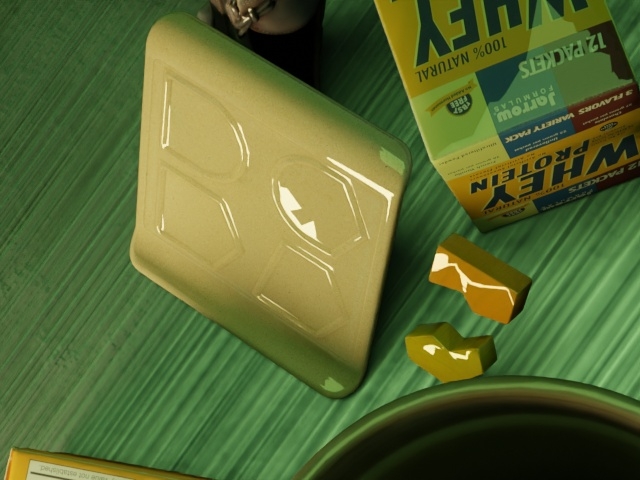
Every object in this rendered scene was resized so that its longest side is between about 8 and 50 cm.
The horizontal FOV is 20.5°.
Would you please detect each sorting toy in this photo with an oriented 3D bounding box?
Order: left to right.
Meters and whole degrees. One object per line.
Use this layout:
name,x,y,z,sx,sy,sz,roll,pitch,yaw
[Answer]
sorting toy,0.000,0.000,1.206,0.307,0.229,0.041,32,46,20

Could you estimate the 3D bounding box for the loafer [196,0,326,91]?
loafer,-0.026,-0.167,1.190,0.109,0.302,0.095,-36,76,-16

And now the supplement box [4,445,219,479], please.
supplement box,-0.104,0.199,1.231,0.233,0.078,0.080,10,83,19

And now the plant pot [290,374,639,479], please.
plant pot,0.133,0.258,1.040,0.323,0.280,0.323,-4,76,14

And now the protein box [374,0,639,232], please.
protein box,0.122,-0.138,1.184,0.136,0.200,0.201,-21,72,9
